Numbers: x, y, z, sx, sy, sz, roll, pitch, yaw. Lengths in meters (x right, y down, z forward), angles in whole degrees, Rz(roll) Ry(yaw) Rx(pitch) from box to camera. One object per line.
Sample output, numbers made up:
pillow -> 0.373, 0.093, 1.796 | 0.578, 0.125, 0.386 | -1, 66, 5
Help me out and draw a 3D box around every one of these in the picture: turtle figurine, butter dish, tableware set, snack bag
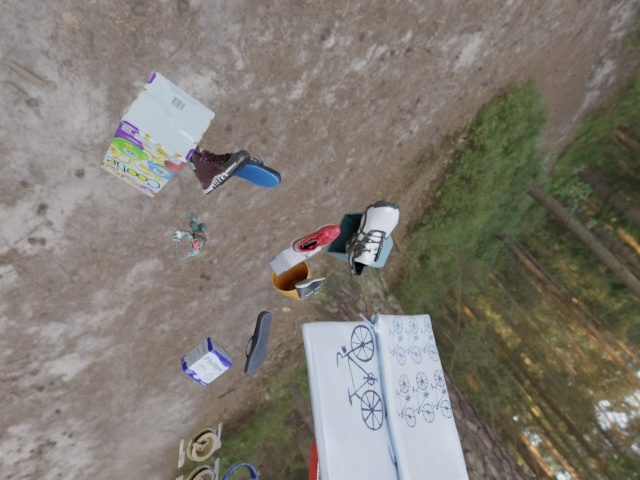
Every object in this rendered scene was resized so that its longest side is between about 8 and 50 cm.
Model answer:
turtle figurine -> -0.540, -0.002, 1.761 | 0.118, 0.234, 0.175 | -5, 137, 1
butter dish -> 0.037, 0.850, 1.584 | 0.160, 0.159, 0.118 | 5, 163, -1
tableware set -> -0.305, 0.582, 1.073 | 0.128, 0.039, 0.194 | -3, 103, -48
snack bag -> 0.115, 0.280, 0.700 | 0.343, 0.323, 0.037 | 10, 154, -40

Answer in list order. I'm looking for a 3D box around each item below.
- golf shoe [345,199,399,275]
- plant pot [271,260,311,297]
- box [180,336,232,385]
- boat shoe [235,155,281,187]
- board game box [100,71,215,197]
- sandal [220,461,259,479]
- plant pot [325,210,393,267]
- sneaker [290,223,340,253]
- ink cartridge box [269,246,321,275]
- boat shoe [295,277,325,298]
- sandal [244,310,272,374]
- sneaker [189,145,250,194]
golf shoe -> 0.111, 0.001, 0.861 | 0.077, 0.093, 0.198 | 12, 141, -10
plant pot -> -0.134, 0.223, 2.204 | 0.205, 0.205, 0.188 | -33, 144, -6
box -> -0.425, 0.455, 1.555 | 0.137, 0.072, 0.126 | -38, 128, -3
boat shoe -> -0.256, -0.281, 1.559 | 0.089, 0.258, 0.109 | -56, 164, -39
board game box -> -0.379, -0.224, 0.945 | 0.144, 0.142, 0.275 | 33, 153, -25
sandal -> -0.250, 0.683, 1.043 | 0.317, 0.138, 0.126 | -43, 115, 8
plant pot -> 0.225, 0.020, 2.171 | 0.252, 0.247, 0.247 | 31, 79, -23
sneaker -> 0.000, 0.000, 1.636 | 0.221, 0.087, 0.128 | -27, -166, -18
ink cartridge box -> -0.112, 0.067, 1.838 | 0.191, 0.082, 0.140 | -31, 178, -41
boat shoe -> -0.040, 0.198, 1.761 | 0.075, 0.064, 0.206 | -5, -177, 28
sandal -> -0.250, 0.401, 1.642 | 0.097, 0.055, 0.254 | 22, 83, -60
sneaker -> -0.368, -0.275, 1.419 | 0.281, 0.162, 0.106 | -26, -166, 43
